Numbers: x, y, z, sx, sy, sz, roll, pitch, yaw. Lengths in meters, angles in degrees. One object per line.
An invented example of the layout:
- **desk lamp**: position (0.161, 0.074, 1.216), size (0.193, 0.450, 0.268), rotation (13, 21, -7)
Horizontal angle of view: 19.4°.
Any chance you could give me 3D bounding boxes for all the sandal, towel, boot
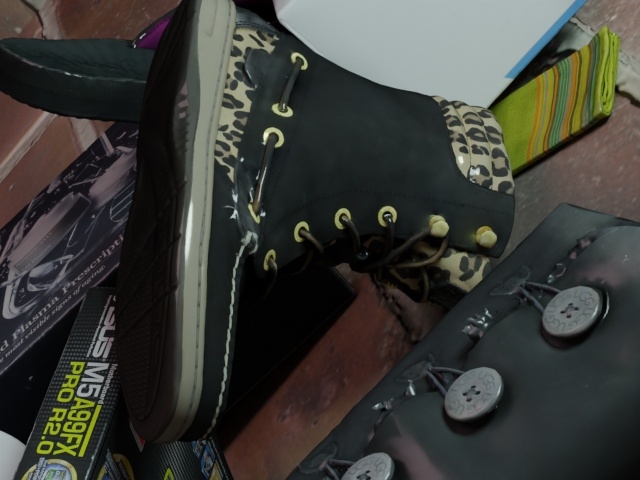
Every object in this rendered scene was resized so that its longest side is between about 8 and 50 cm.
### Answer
- **sandal**: position (-0.092, -0.170, 1.714), size (0.167, 0.446, 0.107), rotation (26, 109, 37)
- **towel**: position (0.156, -0.088, 1.579), size (0.237, 0.021, 0.102), rotation (-33, 29, 38)
- **boot**: position (0.109, 0.188, 1.084), size (0.445, 0.146, 0.367), rotation (-36, 39, -14)
- **boot**: position (0.000, 0.000, 1.411), size (0.138, 0.284, 0.377), rotation (-49, 31, 47)

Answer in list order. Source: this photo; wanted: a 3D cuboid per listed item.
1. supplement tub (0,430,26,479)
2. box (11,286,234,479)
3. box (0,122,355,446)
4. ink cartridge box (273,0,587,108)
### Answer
- **supplement tub**: position (-0.278, 0.296, 1.477), size (0.191, 0.272, 0.191), rotation (-2, 42, 2)
- **box**: position (-0.146, 0.202, 1.442), size (0.060, 0.270, 0.216), rotation (2, 48, 17)
- **box**: position (-0.184, 0.054, 1.749), size (0.343, 0.179, 0.312), rotation (-43, 23, 1)
- **ink cartridge box**: position (0.084, -0.245, 1.683), size (0.198, 0.197, 0.270), rotation (-47, 19, 13)
